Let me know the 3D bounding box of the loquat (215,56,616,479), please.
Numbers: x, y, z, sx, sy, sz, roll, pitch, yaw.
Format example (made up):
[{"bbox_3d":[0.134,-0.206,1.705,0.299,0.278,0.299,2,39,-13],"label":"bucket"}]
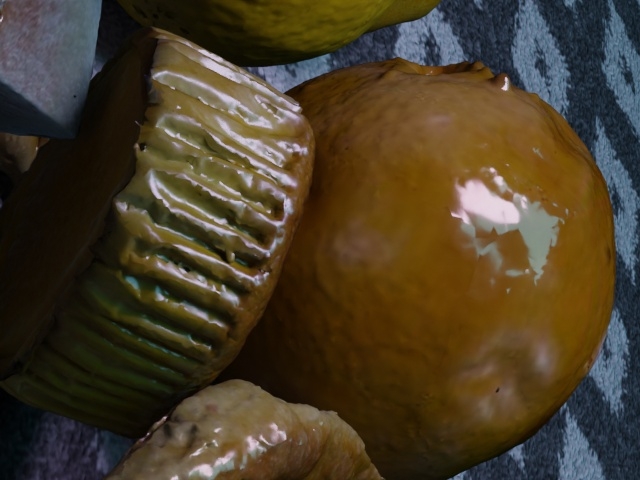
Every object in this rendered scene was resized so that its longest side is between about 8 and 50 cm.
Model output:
[{"bbox_3d":[0.059,0.022,1.461,0.328,0.328,0.328,38,46,-52],"label":"loquat"}]

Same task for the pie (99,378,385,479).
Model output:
[{"bbox_3d":[-0.088,0.231,1.275,0.339,0.083,0.339,-36,147,-28],"label":"pie"}]

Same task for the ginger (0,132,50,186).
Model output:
[{"bbox_3d":[-0.172,-0.032,1.435,0.115,0.081,0.205,-30,105,-51],"label":"ginger"}]

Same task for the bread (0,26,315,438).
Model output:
[{"bbox_3d":[-0.112,-0.004,1.277,0.142,0.253,0.227,30,39,-20],"label":"bread"}]

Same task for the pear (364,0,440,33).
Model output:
[{"bbox_3d":[0.023,-0.286,1.810,0.209,0.209,0.208,38,46,-52],"label":"pear"}]

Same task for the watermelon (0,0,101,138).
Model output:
[{"bbox_3d":[-0.281,-0.225,1.193,0.258,0.228,0.387,-36,120,-53],"label":"watermelon"}]

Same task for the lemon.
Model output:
[{"bbox_3d":[-0.053,-0.276,1.571,0.297,0.297,0.297,38,46,-52],"label":"lemon"}]
